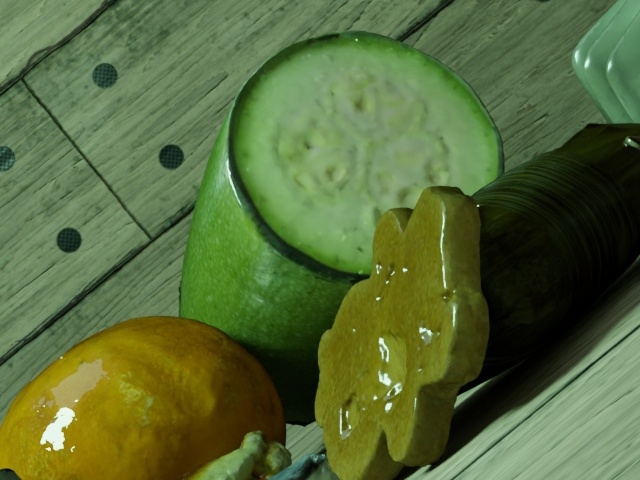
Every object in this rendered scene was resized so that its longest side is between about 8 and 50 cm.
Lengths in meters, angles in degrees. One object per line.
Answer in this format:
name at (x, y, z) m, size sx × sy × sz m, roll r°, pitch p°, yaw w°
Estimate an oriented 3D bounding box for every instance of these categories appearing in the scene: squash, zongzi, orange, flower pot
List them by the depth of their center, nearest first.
zongzi at (0.141, 0.024, 1.292) m, size 0.248 × 0.111 × 0.241 m, roll -32°, pitch -12°, yaw -38°
orange at (-0.168, 0.194, 1.653) m, size 0.284 × 0.226 × 0.284 m, roll -36°, pitch -8°, yaw -6°
flower pot at (0.376, -0.198, 1.689) m, size 0.254 × 0.164 × 0.367 m, roll -34°, pitch 0°, yaw 26°
squash at (0.000, 0.000, 1.746) m, size 0.263 × 0.263 × 0.384 m, roll -39°, pitch -11°, yaw -25°

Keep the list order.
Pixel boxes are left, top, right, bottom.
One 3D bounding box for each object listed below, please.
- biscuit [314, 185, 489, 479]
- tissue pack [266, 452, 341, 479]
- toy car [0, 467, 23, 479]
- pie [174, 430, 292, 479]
biscuit at (0.052, 0.073, 1.170) m, size 0.249 × 0.035 × 0.184 m, roll 122°, pitch 150°, yaw -51°
tissue pack at (-0.089, 0.218, 0.943) m, size 0.235 × 0.073 × 0.173 m, roll -39°, pitch 0°, yaw -26°
toy car at (-0.212, 0.274, 1.152) m, size 0.235 × 0.172 × 0.158 m, roll -33°, pitch -19°, yaw -39°
pie at (-0.104, 0.236, 1.453) m, size 0.205 × 0.084 × 0.179 m, roll -42°, pitch -1°, yaw -3°
